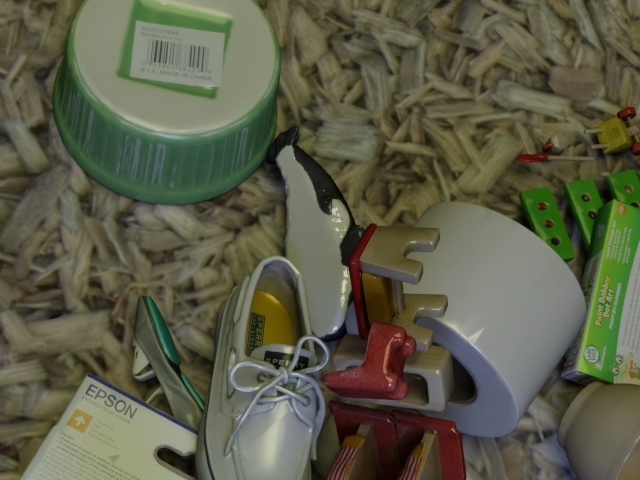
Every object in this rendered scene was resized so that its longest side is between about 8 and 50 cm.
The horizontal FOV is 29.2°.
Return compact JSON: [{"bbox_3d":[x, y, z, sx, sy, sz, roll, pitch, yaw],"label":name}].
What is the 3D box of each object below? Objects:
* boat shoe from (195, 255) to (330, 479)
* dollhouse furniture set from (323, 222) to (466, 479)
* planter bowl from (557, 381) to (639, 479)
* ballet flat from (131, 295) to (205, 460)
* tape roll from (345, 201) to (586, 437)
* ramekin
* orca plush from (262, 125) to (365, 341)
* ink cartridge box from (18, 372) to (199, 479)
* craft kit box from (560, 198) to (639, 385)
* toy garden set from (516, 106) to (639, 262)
[{"bbox_3d":[-0.050,0.163,1.402,0.136,0.156,0.367,17,44,-15],"label":"boat shoe"},{"bbox_3d":[0.038,0.186,1.243,0.152,0.374,0.201,5,38,21],"label":"dollhouse furniture set"},{"bbox_3d":[0.365,0.241,1.526,0.162,0.162,0.109,-38,51,-25],"label":"planter bowl"},{"bbox_3d":[-0.190,0.165,1.475,0.068,0.072,0.213,-30,72,-2],"label":"ballet flat"},{"bbox_3d":[0.175,0.096,1.490,0.246,0.246,0.169,38,63,6],"label":"tape roll"},{"bbox_3d":[-0.194,-0.213,1.605,0.303,0.148,0.303,5,64,-10],"label":"ramekin"},{"bbox_3d":[0.000,0.000,1.605,0.151,0.102,0.287,-39,60,20],"label":"orca plush"},{"bbox_3d":[-0.205,0.366,1.374,0.324,0.071,0.330,29,61,1],"label":"ink cartridge box"},{"bbox_3d":[0.463,0.101,1.632,0.246,0.061,0.250,21,70,-10],"label":"craft kit box"},{"bbox_3d":[0.386,-0.075,1.731,0.244,0.049,0.204,-11,70,-17],"label":"toy garden set"}]
